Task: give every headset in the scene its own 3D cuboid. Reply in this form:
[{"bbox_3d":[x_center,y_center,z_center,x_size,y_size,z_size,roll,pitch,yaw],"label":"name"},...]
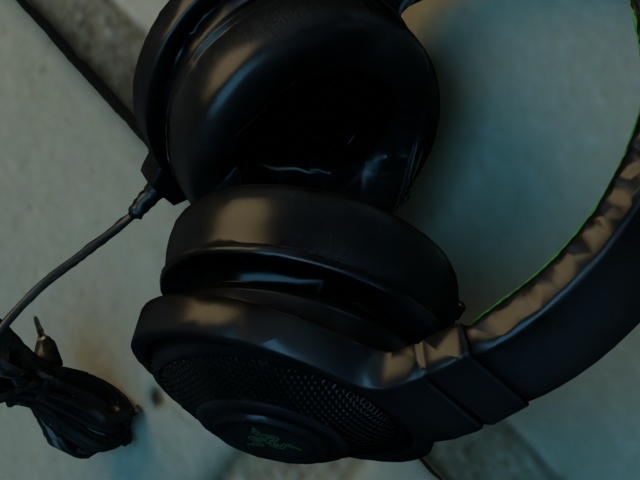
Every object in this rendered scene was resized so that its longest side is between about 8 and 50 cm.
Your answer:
[{"bbox_3d":[0.000,0.000,0.842,0.394,0.185,0.243,-22,51,23],"label":"headset"}]
